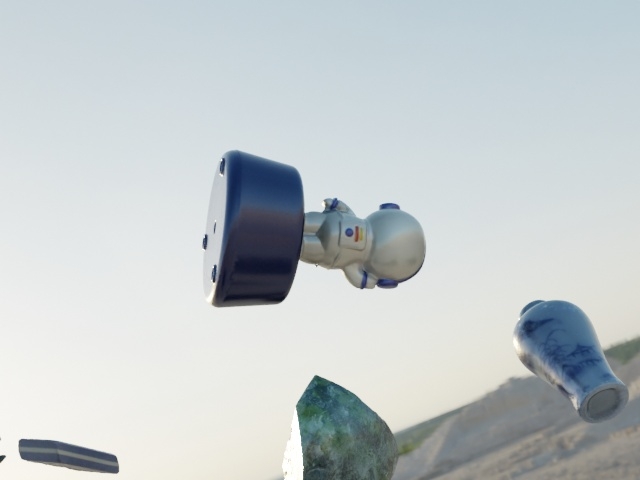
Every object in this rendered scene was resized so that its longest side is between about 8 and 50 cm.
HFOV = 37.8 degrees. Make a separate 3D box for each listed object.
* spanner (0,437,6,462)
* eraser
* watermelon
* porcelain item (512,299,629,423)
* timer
[{"bbox_3d":[-0.665,0.413,1.533,0.316,0.087,0.024,-30,-44,-30],"label":"spanner"},{"bbox_3d":[-0.440,0.382,1.649,0.082,0.036,0.225,-1,-19,18],"label":"eraser"},{"bbox_3d":[0.012,0.473,1.969,0.214,0.289,0.320,-7,-40,47],"label":"watermelon"},{"bbox_3d":[0.419,0.194,1.585,0.141,0.259,0.141,-8,-59,-13],"label":"porcelain item"},{"bbox_3d":[0.000,0.000,1.624,0.384,0.270,0.270,7,-20,-14],"label":"timer"}]
